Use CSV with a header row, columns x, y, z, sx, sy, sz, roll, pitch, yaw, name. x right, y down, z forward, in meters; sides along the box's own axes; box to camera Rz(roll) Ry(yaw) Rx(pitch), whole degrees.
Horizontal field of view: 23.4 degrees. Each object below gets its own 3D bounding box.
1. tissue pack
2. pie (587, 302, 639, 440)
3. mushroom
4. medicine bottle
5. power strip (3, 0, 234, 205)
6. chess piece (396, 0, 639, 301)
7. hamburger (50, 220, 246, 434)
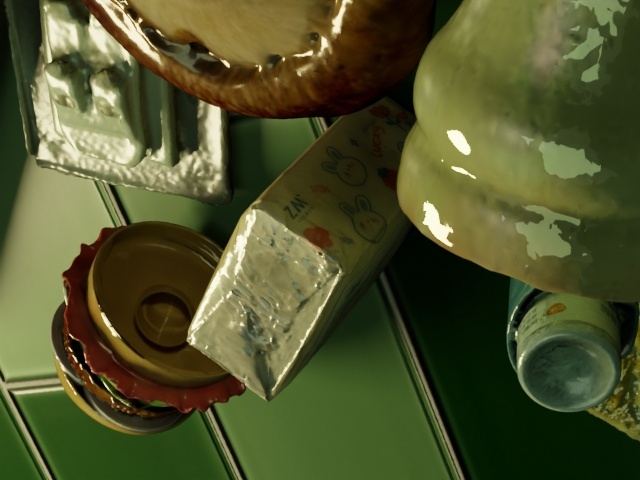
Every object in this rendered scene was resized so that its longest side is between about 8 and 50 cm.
x,y,z,sx,sy,sz,roll,pitch,yaw,name
0.000,0.000,1.106,0.092,0.196,0.148,33,129,6,tissue pack
0.245,0.071,1.123,0.187,0.041,0.187,14,125,20,pie
-0.060,-0.232,0.952,0.345,0.259,0.345,15,122,24,mushroom
0.146,0.010,1.020,0.124,0.258,0.079,6,123,2,medicine bottle
-0.167,-0.124,1.202,0.198,0.064,0.213,11,124,24,power strip
0.192,-0.204,0.871,0.234,0.234,0.442,18,119,17,chess piece
-0.142,0.077,1.256,0.175,0.175,0.137,42,136,-2,hamburger
